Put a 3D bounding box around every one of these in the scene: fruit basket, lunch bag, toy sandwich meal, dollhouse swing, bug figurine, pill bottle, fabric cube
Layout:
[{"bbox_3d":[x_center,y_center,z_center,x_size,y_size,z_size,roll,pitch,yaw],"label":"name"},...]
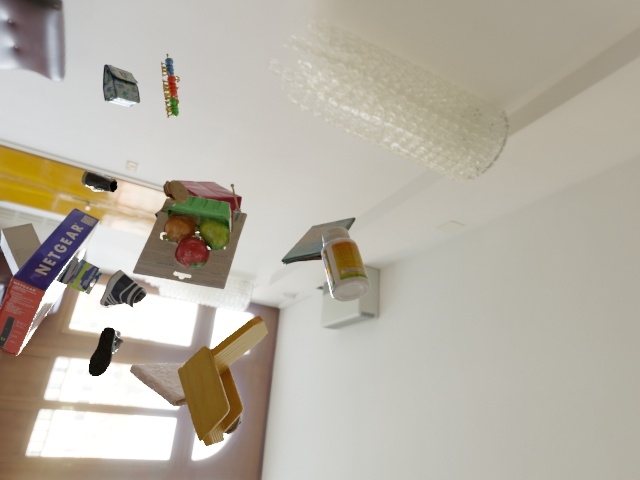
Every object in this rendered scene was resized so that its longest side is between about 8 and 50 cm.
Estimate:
[{"bbox_3d":[-0.468,0.008,1.528,0.165,0.326,0.353,103,-4,-59],"label":"fruit basket"},{"bbox_3d":[-0.868,-0.675,1.791,0.096,0.128,0.151,-11,-91,27],"label":"lunch bag"},{"bbox_3d":[-0.434,-0.144,1.239,0.029,0.085,0.086,-24,-133,20],"label":"toy sandwich meal"},{"bbox_3d":[-0.282,0.483,1.431,0.347,0.304,0.315,98,-31,-66],"label":"dollhouse swing"},{"bbox_3d":[-0.655,-0.673,1.811,0.216,0.072,0.279,102,-26,-43],"label":"bug figurine"},{"bbox_3d":[0.079,0.077,1.443,0.136,0.136,0.246,-52,-141,40],"label":"pill bottle"},{"bbox_3d":[-0.590,-0.144,2.084,0.258,0.259,0.254,30,-67,37],"label":"fabric cube"}]

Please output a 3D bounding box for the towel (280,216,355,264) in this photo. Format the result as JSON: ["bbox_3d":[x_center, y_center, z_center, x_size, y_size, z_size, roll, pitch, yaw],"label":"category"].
[{"bbox_3d":[0.000,0.000,2.010,0.271,0.040,0.370,-9,-156,31],"label":"towel"}]

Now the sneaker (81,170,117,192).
[{"bbox_3d":[-0.911,-0.235,1.756,0.222,0.118,0.083,-151,-101,-83],"label":"sneaker"}]

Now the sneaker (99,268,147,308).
[{"bbox_3d":[-0.867,0.254,1.815,0.282,0.153,0.099,-48,-172,41],"label":"sneaker"}]

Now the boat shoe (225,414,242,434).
[{"bbox_3d":[-0.390,0.778,1.829,0.105,0.110,0.307,64,-9,-10],"label":"boat shoe"}]

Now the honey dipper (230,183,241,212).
[{"bbox_3d":[-0.383,-0.181,1.871,0.030,0.030,0.161,-130,-150,-61],"label":"honey dipper"}]

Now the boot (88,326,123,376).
[{"bbox_3d":[-1.079,0.565,2.087,0.207,0.094,0.247,128,-29,-65],"label":"boot"}]

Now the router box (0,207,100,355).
[{"bbox_3d":[-0.802,0.112,1.206,0.301,0.082,0.336,-48,-156,28],"label":"router box"}]

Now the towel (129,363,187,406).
[{"bbox_3d":[-0.622,0.630,1.820,0.331,0.317,0.054,15,-95,34],"label":"towel"}]

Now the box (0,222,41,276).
[{"bbox_3d":[-1.032,0.048,1.438,0.130,0.091,0.171,-36,-101,44],"label":"box"}]

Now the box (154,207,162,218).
[{"bbox_3d":[-0.648,-0.071,1.832,0.072,0.137,0.126,-40,-119,1],"label":"box"}]

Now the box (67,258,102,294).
[{"bbox_3d":[-0.949,0.122,1.592,0.042,0.178,0.109,-23,-139,44],"label":"box"}]
